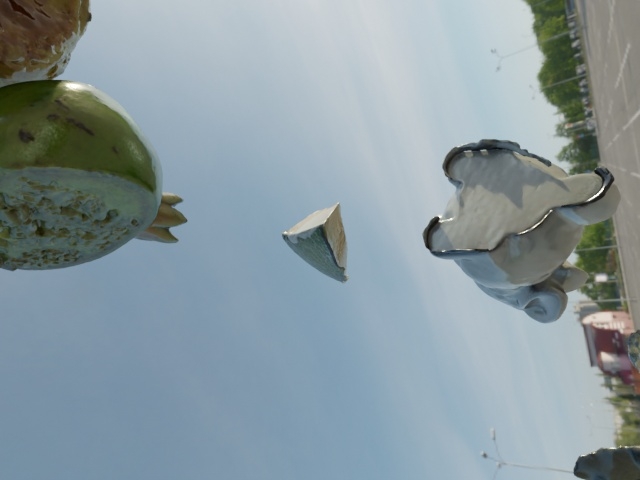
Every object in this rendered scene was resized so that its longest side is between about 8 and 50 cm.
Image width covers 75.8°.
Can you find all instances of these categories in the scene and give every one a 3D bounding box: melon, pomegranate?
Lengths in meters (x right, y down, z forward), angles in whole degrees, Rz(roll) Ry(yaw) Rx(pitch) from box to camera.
[{"bbox_3d":[-0.005,0.002,0.747,0.093,0.139,0.203,-64,-27,-28],"label":"melon"},{"bbox_3d":[-0.379,-0.100,0.646,0.358,0.309,0.216,14,-133,-61],"label":"pomegranate"}]

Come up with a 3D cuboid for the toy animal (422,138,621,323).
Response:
[{"bbox_3d":[0.307,0.013,0.643,0.357,0.257,0.194,39,-105,-46],"label":"toy animal"}]

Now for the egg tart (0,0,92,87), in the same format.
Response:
[{"bbox_3d":[-0.545,-0.436,0.585,0.443,0.177,0.444,-1,-90,-75],"label":"egg tart"}]

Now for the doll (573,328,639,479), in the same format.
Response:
[{"bbox_3d":[0.289,0.167,0.232,0.091,0.203,0.286,3,-140,-19],"label":"doll"}]
